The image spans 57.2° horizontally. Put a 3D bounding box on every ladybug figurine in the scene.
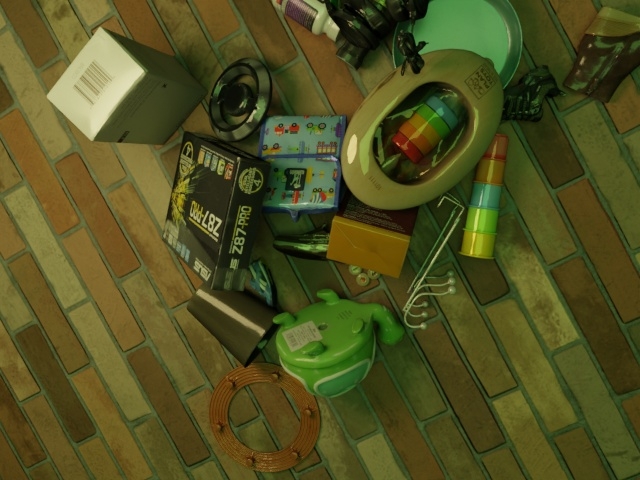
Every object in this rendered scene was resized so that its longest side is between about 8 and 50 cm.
[{"bbox_3d":[0.241,-0.269,1.421,0.449,0.162,0.305,-41,102,4],"label":"ladybug figurine"}]

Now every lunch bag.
[{"bbox_3d":[-0.050,-0.167,1.477,0.221,0.138,0.293,1,57,9],"label":"lunch bag"}]

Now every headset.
[{"bbox_3d":[0.138,-0.542,1.328,0.244,0.185,0.394,-29,67,18],"label":"headset"}]

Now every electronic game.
[{"bbox_3d":[-0.215,-0.372,1.553,0.229,0.048,0.229,-8,76,37],"label":"electronic game"}]

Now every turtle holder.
[{"bbox_3d":[0.042,0.271,1.562,0.243,0.320,0.227,15,131,39],"label":"turtle holder"}]

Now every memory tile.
[{"bbox_3d":[0.141,0.048,1.609,0.148,0.012,0.113,-33,91,12],"label":"memory tile"}]

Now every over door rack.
[{"bbox_3d":[0.301,0.048,1.467,0.108,0.239,0.324,18,100,8],"label":"over door rack"}]

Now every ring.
[{"bbox_3d":[-0.167,0.520,1.708,0.337,0.032,0.336,1,97,10],"label":"ring"}]

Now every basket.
[{"bbox_3d":[-0.243,0.212,1.624,0.227,0.154,0.204,36,127,9],"label":"basket"}]

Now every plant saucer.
[{"bbox_3d":[0.342,-0.487,1.480,0.318,0.043,0.317,1,103,6],"label":"plant saucer"}]

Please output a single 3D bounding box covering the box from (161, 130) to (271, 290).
[{"bbox_3d":[-0.276,-0.089,1.487,0.097,0.395,0.318,4,106,-34],"label":"box"}]

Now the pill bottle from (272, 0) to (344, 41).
[{"bbox_3d":[-0.017,-0.598,1.507,0.194,0.108,0.108,36,101,4],"label":"pill bottle"}]

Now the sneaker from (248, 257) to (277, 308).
[{"bbox_3d":[-0.163,0.125,1.649,0.059,0.053,0.144,-20,85,10],"label":"sneaker"}]

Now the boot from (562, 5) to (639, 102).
[{"bbox_3d":[0.748,-0.435,1.430,0.249,0.090,0.206,20,112,5],"label":"boot"}]

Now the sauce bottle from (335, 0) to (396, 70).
[{"bbox_3d":[0.160,-0.595,1.477,0.111,0.111,0.344,36,100,3],"label":"sauce bottle"}]

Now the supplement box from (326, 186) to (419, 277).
[{"bbox_3d":[0.138,-0.037,1.488,0.192,0.194,0.129,16,133,7],"label":"supplement box"}]

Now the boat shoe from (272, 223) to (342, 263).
[{"bbox_3d":[0.001,0.002,1.598,0.258,0.095,0.095,9,75,9],"label":"boat shoe"}]

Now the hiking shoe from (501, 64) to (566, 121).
[{"bbox_3d":[0.498,-0.332,1.467,0.227,0.086,0.114,-38,86,11],"label":"hiking shoe"}]

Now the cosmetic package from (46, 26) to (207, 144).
[{"bbox_3d":[-0.462,-0.367,1.469,0.156,0.385,0.217,45,104,3],"label":"cosmetic package"}]

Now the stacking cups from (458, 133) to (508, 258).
[{"bbox_3d":[0.428,-0.113,1.500,0.096,0.096,0.316,10,99,8],"label":"stacking cups"}]
